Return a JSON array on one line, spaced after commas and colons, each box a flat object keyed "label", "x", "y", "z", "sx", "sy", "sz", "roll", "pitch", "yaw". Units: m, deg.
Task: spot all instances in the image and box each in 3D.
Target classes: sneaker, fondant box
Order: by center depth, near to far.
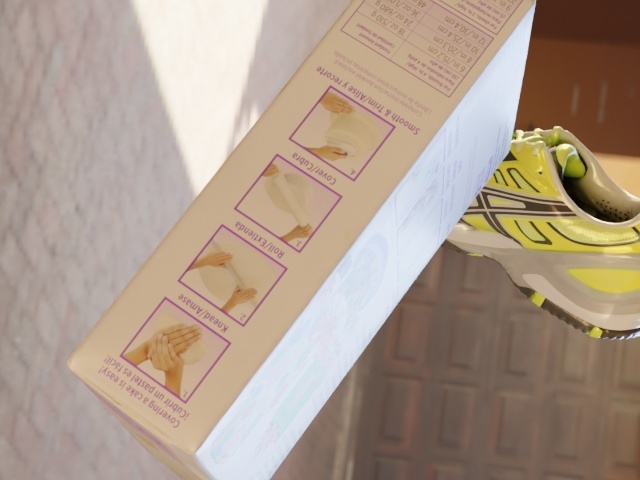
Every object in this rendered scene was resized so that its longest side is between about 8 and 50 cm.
[{"label": "fondant box", "x": 0.000, "y": 0.000, "z": 0.907, "sx": 0.330, "sy": 0.096, "sz": 0.238, "roll": -54, "pitch": 166, "yaw": -13}, {"label": "sneaker", "x": 0.178, "y": -0.061, "z": 1.396, "sx": 0.145, "sy": 0.384, "sz": 0.147, "roll": -41, "pitch": 155, "yaw": -52}]
